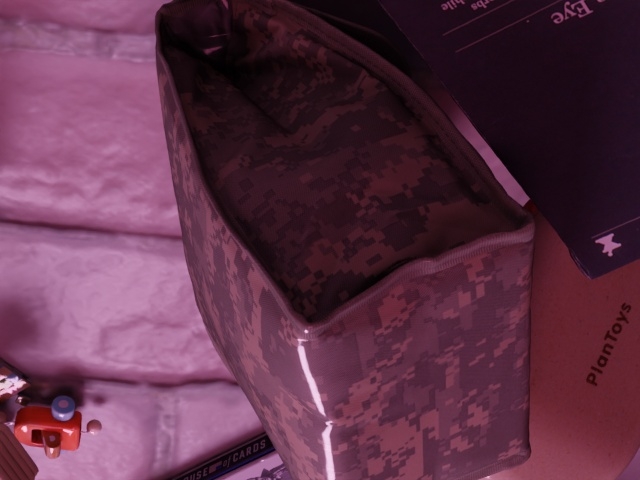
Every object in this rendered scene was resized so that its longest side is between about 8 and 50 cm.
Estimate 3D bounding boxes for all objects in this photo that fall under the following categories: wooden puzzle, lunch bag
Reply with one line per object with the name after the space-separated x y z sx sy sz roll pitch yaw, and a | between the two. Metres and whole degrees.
-0.264 0.110 1.188 0.049 0.006 0.083 -29 128 25 | wooden puzzle
0.000 0.000 0.919 0.169 0.287 0.235 -25 140 -15 | lunch bag

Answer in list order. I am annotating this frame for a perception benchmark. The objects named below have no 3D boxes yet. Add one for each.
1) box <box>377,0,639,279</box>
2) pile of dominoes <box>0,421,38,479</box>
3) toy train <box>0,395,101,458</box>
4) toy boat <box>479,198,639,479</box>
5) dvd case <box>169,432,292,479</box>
0.209 -0.193 0.787 0.343 0.179 0.312 -25 128 22 | box
-0.346 0.182 1.188 0.251 0.040 0.196 -10 126 26 | pile of dominoes
-0.250 0.188 1.230 0.125 0.046 0.166 10 136 -9 | toy train
0.156 0.070 1.069 0.151 0.151 0.231 27 85 -24 | toy boat
-0.026 0.236 1.297 0.239 0.029 0.179 -28 128 24 | dvd case
